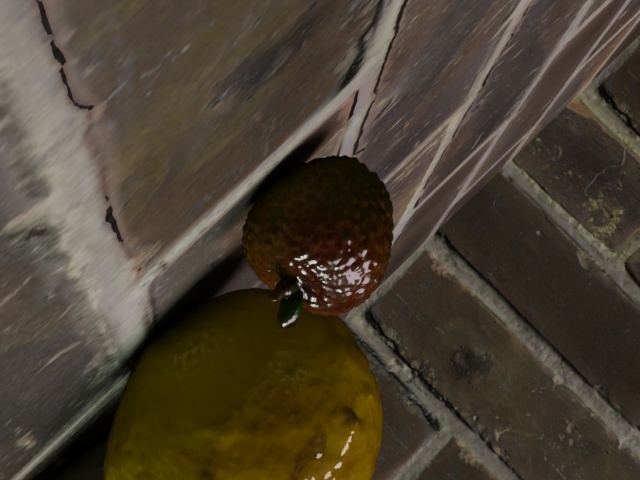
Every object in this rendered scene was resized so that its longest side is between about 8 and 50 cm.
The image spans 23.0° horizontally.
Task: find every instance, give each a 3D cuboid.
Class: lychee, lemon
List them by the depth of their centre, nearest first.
[{"bbox_3d":[0.000,0.000,1.167,0.146,0.114,0.114,-58,-178,-32],"label":"lychee"},{"bbox_3d":[-0.065,0.173,1.341,0.233,0.233,0.288,99,15,-81],"label":"lemon"}]

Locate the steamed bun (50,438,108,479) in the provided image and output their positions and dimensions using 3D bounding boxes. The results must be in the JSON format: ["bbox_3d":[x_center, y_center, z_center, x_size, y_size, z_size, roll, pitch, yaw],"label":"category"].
[{"bbox_3d":[-0.125,0.353,1.554,0.456,0.371,0.290,-36,139,-64],"label":"steamed bun"}]
